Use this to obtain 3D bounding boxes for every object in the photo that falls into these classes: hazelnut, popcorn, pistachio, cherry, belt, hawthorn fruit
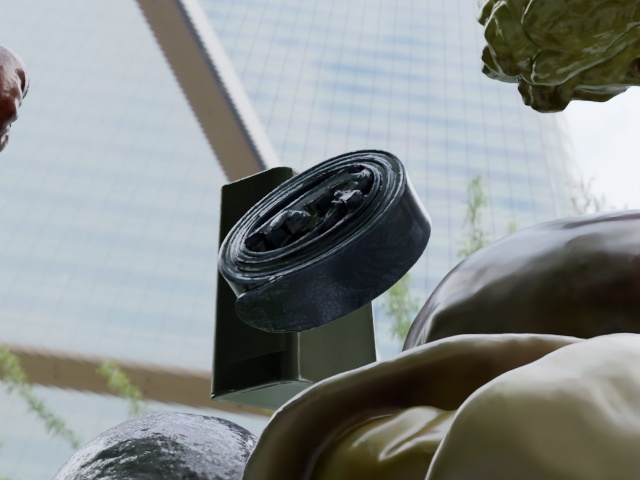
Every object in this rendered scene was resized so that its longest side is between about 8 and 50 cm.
[{"bbox_3d":[0.217,0.132,0.931,0.372,0.315,0.372,-4,-52,-5],"label":"hazelnut"},{"bbox_3d":[0.292,-0.235,1.247,0.286,0.174,0.225,-9,-20,-22],"label":"popcorn"},{"bbox_3d":[0.112,0.131,0.435,0.299,0.187,0.187,24,-60,-30],"label":"pistachio"},{"bbox_3d":[-0.090,0.194,0.796,0.195,0.195,0.195,2,-61,4],"label":"cherry"},{"bbox_3d":[0.000,0.000,1.142,0.190,0.141,0.082,-32,-57,-4],"label":"belt"},{"bbox_3d":[-0.346,-0.142,1.270,0.125,0.125,0.140,-24,-54,18],"label":"hawthorn fruit"}]

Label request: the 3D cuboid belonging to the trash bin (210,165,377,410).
[{"bbox_3d":[-0.026,0.059,1.435,0.122,0.240,0.164,-17,-24,38],"label":"trash bin"}]
